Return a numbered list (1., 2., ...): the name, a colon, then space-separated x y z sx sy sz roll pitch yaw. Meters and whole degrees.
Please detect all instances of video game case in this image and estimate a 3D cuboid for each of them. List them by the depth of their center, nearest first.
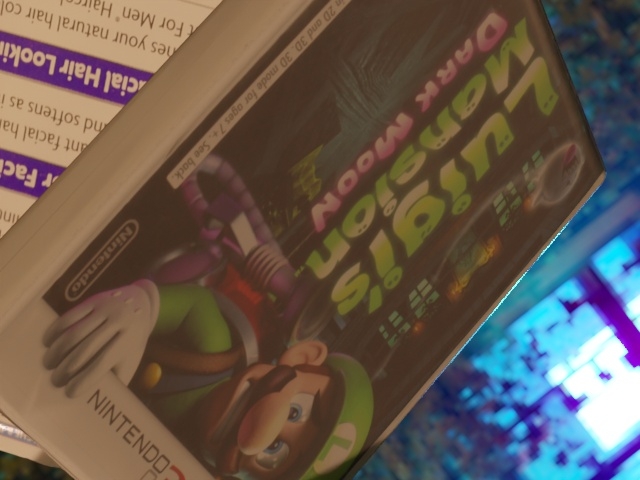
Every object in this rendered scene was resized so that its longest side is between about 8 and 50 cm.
1. video game case: 0.000 0.000 0.498 0.190 0.022 0.173 -49 144 -12

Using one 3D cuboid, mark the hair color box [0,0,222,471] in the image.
1. hair color box: -0.064 -0.084 0.657 0.110 0.185 0.339 -40 145 -72
